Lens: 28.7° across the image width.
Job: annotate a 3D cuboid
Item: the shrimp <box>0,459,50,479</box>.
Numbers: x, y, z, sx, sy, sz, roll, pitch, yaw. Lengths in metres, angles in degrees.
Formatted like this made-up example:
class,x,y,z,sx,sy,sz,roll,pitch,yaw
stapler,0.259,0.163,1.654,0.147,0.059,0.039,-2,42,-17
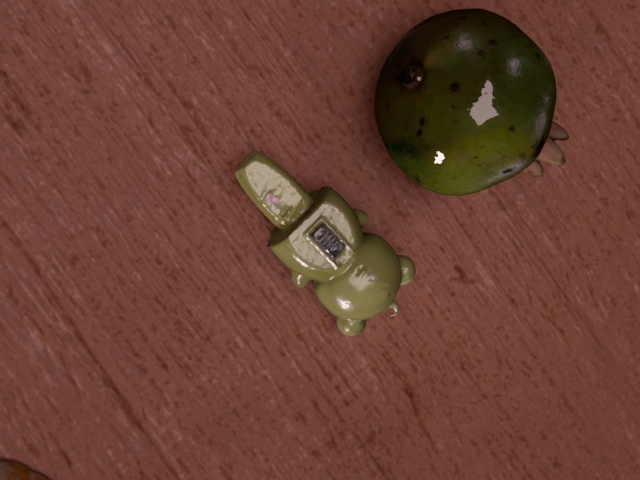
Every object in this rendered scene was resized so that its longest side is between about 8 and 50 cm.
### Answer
class,x,y,z,sx,sy,sz,roll,pitch,yaw
shrimp,-0.307,0.307,1.251,0.132,0.051,0.187,-27,97,-8

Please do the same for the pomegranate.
class,x,y,z,sx,sy,sz,roll,pitch,yaw
pomegranate,0.163,-0.128,1.256,0.225,0.187,0.187,27,89,-42

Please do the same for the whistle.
class,x,y,z,sx,sy,sz,roll,pitch,yaw
whistle,0.000,0.000,1.269,0.227,0.085,0.105,45,85,-13
